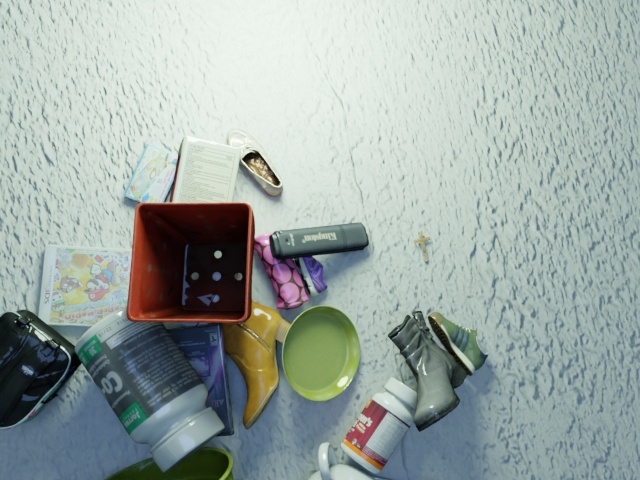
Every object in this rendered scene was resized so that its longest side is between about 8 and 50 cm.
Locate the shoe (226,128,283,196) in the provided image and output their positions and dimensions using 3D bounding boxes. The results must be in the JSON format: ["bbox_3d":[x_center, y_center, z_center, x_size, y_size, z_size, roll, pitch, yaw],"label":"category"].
[{"bbox_3d":[-0.171,-0.215,1.834,0.077,0.058,0.219,-39,87,-9],"label":"shoe"}]

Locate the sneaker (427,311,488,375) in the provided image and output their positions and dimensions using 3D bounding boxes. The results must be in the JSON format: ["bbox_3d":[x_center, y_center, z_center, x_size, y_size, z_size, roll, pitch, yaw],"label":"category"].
[{"bbox_3d":[0.370,0.256,1.819,0.086,0.064,0.192,-34,86,-17],"label":"sneaker"}]

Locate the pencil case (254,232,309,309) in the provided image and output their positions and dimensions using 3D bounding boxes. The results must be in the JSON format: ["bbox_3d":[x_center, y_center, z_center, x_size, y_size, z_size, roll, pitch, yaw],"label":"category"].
[{"bbox_3d":[-0.110,0.081,1.785,0.095,0.098,0.209,-16,81,-52],"label":"pencil case"}]

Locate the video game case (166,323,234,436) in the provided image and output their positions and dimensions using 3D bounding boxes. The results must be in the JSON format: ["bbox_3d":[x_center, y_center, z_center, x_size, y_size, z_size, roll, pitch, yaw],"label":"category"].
[{"bbox_3d":[-0.323,0.353,1.715,0.196,0.026,0.274,-8,87,15],"label":"video game case"}]

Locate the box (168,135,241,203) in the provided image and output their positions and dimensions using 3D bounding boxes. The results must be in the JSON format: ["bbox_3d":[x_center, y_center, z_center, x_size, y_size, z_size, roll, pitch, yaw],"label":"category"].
[{"bbox_3d":[-0.304,-0.131,1.765,0.149,0.127,0.232,12,81,-16],"label":"box"}]

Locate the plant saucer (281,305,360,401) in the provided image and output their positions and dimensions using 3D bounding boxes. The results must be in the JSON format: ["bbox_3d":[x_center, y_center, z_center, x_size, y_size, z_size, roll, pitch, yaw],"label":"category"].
[{"bbox_3d":[-0.004,0.285,1.747,0.241,0.037,0.240,3,85,-34],"label":"plant saucer"}]

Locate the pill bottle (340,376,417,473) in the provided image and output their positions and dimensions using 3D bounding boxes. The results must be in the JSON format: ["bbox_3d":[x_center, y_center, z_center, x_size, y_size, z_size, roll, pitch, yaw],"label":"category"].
[{"bbox_3d":[0.157,0.464,1.737,0.121,0.121,0.221,36,80,0],"label":"pill bottle"}]

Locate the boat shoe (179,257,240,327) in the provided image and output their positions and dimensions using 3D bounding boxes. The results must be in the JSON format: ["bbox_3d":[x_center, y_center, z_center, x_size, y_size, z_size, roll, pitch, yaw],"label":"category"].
[{"bbox_3d":[-0.277,0.114,1.761,0.084,0.095,0.258,30,80,-5],"label":"boat shoe"}]

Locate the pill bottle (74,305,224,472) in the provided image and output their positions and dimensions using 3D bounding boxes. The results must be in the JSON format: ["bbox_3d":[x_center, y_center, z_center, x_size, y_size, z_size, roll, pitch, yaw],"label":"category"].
[{"bbox_3d":[-0.395,0.342,1.616,0.204,0.204,0.361,-36,79,-9],"label":"pill bottle"}]

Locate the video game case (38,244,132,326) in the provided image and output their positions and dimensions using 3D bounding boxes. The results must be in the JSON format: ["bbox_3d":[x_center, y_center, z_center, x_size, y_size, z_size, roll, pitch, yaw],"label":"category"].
[{"bbox_3d":[-0.599,0.118,1.766,0.227,0.026,0.206,3,82,-5],"label":"video game case"}]

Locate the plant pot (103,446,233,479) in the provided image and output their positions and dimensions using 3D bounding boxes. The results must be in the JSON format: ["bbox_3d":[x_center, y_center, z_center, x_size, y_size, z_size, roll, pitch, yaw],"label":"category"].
[{"bbox_3d":[-0.334,0.718,1.566,0.367,0.366,0.352,-15,95,-7],"label":"plant pot"}]

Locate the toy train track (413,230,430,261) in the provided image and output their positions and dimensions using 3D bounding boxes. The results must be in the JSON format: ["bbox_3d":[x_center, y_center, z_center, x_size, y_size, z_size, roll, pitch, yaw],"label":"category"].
[{"bbox_3d":[0.277,0.016,1.866,0.048,0.014,0.083,-12,89,-14],"label":"toy train track"}]

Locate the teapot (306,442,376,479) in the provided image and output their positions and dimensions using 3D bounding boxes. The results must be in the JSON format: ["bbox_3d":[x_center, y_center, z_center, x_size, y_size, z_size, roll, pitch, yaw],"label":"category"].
[{"bbox_3d":[0.044,0.658,1.644,0.256,0.187,0.252,34,86,16],"label":"teapot"}]

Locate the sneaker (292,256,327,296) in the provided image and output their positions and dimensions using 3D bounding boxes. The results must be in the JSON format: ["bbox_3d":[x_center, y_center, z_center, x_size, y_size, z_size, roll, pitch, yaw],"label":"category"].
[{"bbox_3d":[-0.031,0.062,1.816,0.071,0.068,0.169,-21,93,-23],"label":"sneaker"}]

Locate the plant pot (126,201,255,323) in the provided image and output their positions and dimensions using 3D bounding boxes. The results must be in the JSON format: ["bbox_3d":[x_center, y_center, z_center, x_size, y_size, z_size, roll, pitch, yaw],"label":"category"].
[{"bbox_3d":[-0.272,0.069,1.611,0.267,0.236,0.267,0,78,7],"label":"plant pot"}]

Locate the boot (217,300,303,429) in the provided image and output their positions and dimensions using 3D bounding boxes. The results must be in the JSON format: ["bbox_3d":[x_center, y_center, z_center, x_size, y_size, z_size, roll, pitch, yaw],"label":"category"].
[{"bbox_3d":[-0.193,0.304,1.748,0.211,0.104,0.295,27,76,4],"label":"boot"}]

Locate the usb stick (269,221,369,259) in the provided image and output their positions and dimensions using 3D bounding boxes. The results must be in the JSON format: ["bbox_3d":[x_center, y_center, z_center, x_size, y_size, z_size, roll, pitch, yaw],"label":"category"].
[{"bbox_3d":[0.000,0.000,1.779,0.278,0.045,0.077,-6,81,-29],"label":"usb stick"}]

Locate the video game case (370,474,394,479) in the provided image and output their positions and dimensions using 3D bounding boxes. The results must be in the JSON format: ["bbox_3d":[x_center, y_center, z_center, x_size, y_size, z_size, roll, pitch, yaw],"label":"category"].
[{"bbox_3d":[0.139,0.749,1.744,0.204,0.025,0.285,14,81,-3],"label":"video game case"}]

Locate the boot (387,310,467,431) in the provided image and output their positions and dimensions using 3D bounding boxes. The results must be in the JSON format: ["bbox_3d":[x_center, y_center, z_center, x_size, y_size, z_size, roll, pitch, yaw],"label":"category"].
[{"bbox_3d":[0.237,0.310,1.684,0.118,0.338,0.222,-37,88,18],"label":"boot"}]

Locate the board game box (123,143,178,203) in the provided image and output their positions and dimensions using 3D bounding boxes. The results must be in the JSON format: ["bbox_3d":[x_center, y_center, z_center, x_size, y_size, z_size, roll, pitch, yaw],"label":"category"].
[{"bbox_3d":[-0.440,-0.166,1.819,0.104,0.026,0.154,23,81,-2],"label":"board game box"}]

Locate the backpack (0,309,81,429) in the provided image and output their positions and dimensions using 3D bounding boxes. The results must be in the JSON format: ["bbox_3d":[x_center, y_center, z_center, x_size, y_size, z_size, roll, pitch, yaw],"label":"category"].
[{"bbox_3d":[-0.724,0.313,1.644,0.225,0.191,0.253,37,80,1],"label":"backpack"}]
